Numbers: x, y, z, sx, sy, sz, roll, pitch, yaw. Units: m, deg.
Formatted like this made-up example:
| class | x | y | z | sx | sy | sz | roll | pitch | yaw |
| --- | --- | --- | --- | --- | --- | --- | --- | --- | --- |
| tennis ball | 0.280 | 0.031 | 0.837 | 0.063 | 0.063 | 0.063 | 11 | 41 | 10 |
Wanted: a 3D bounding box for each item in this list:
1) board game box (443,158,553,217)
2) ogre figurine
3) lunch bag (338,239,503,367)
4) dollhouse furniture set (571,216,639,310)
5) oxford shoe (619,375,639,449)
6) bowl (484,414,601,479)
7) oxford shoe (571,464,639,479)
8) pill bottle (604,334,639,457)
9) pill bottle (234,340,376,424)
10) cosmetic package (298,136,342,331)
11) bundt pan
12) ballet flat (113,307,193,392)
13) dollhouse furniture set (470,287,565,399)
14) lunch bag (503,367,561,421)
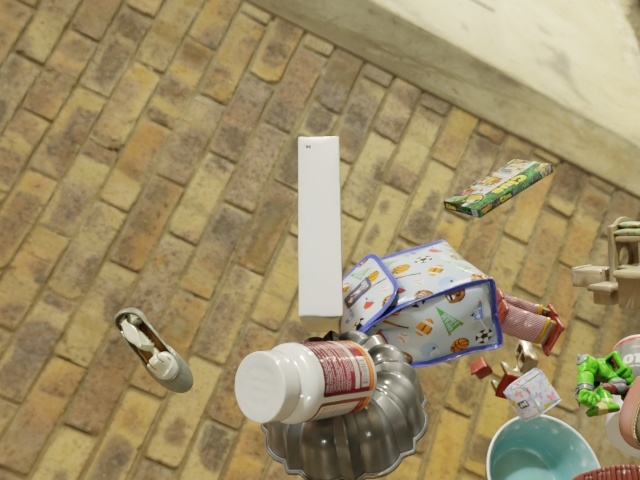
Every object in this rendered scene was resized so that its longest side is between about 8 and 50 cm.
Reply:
| class | x | y | z | sx | sy | sz | roll | pitch | yaw |
| --- | --- | --- | --- | --- | --- | --- | --- | --- | --- |
| board game box | 0.460 | -0.139 | 1.580 | 0.259 | 0.030 | 0.136 | -30 | 27 | -19 |
| ogre figurine | 0.590 | 0.295 | 1.238 | 0.097 | 0.196 | 0.118 | 100 | 171 | -53 |
| lunch bag | 0.222 | 0.167 | 1.593 | 0.328 | 0.385 | 0.239 | -118 | 13 | -71 |
| dollhouse furniture set | 0.382 | 0.023 | 0.804 | 0.182 | 0.160 | 0.101 | 1 | 96 | 59 |
| oxford shoe | 0.688 | 0.210 | 1.093 | 0.397 | 0.140 | 0.146 | -68 | 13 | -4 |
| bowl | 0.562 | 0.633 | 1.618 | 0.163 | 0.311 | 0.312 | 107 | -176 | -61 |
| oxford shoe | 0.624 | 0.461 | 1.070 | 0.348 | 0.130 | 0.123 | -10 | 68 | 33 |
| pill bottle | 0.763 | 0.364 | 1.446 | 0.283 | 0.161 | 0.161 | -44 | -14 | -51 |
| pill bottle | -0.019 | 0.218 | 0.946 | 0.221 | 0.121 | 0.121 | 10 | -70 | -51 |
| cosmetic package | 0.000 | 0.000 | 1.350 | 0.284 | 0.097 | 0.378 | 78 | -169 | -76 |
| bundt pan | 0.037 | 0.291 | 1.161 | 0.331 | 0.330 | 0.124 | -73 | -23 | -55 |
| ballet flat | -0.340 | 0.225 | 1.223 | 0.072 | 0.213 | 0.068 | -41 | -6 | -1 |
| dollhouse furniture set | 0.616 | 0.365 | 2.004 | 0.152 | 0.201 | 0.374 | -78 | 4 | -65 |
| lunch bag | 0.402 | 0.296 | 1.163 | 0.083 | 0.071 | 0.053 | -33 | -4 | 0 |
